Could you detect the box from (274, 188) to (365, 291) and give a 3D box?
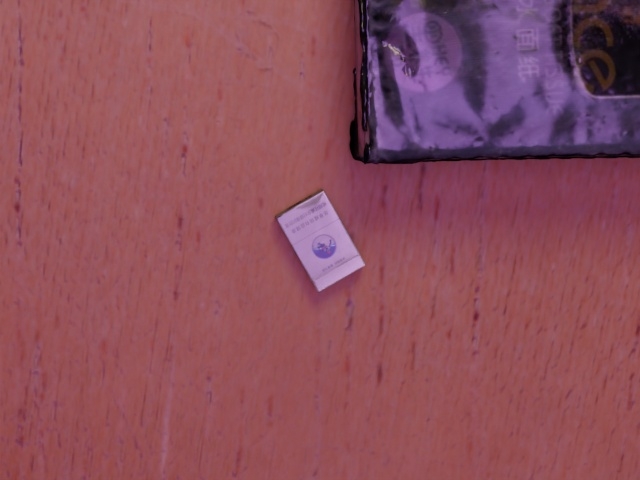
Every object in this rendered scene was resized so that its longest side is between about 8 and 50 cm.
[{"bbox_3d":[0.000,0.000,1.099,0.054,0.024,0.083,-30,99,-3],"label":"box"}]

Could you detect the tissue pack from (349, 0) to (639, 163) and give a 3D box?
[{"bbox_3d":[0.205,-0.198,1.043,0.361,0.122,0.259,-1,95,-3],"label":"tissue pack"}]
